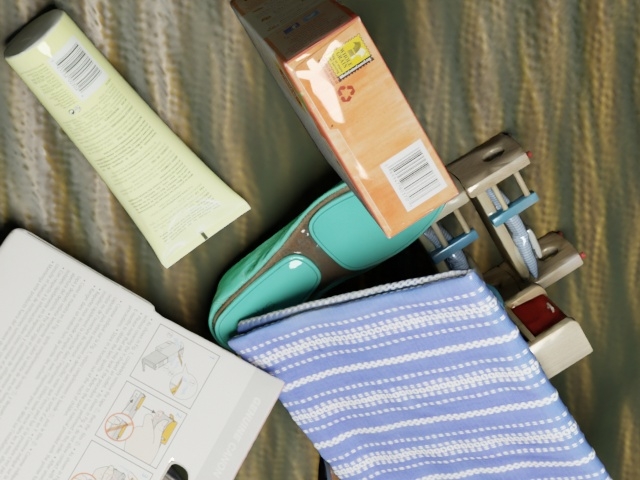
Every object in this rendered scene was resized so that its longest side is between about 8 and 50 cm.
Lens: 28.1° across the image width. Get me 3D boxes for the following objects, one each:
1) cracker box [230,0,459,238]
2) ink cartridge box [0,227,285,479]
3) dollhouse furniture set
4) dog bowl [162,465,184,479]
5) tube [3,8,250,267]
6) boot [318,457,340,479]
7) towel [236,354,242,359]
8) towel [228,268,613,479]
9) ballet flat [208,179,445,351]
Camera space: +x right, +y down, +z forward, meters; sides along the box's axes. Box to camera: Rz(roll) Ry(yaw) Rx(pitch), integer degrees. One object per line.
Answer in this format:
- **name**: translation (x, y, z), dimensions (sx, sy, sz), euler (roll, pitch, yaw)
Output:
- **cracker box**: translation (0.013, -0.115, 0.991), dimensions (0.067, 0.232, 0.155), euler (-33, 115, -1)
- **ink cartridge box**: translation (-0.213, 0.179, 1.030), dimensions (0.261, 0.066, 0.296), euler (30, 70, -3)
- **dollhouse furniture set**: translation (0.165, 0.014, 1.105), dimensions (0.129, 0.183, 0.129), euler (-32, 115, 0)
- **dog bowl**: translation (-0.254, 0.315, 1.170), dimensions (0.349, 0.102, 0.348), euler (-5, 112, -12)
- **tube**: translation (-0.164, -0.082, 1.064), dimensions (0.070, 0.062, 0.240), euler (-12, 129, 40)
- **boot**: translation (0.055, 0.312, 1.253), dimensions (0.106, 0.082, 0.219), euler (-4, 110, -9)
- **towel**: translation (-0.088, 0.144, 1.192), dimensions (0.083, 0.009, 0.060), euler (-29, 115, -1)
- **towel**: translation (0.101, 0.173, 1.087), dimensions (0.243, 0.040, 0.336), euler (-15, 123, 33)
- **ballet flat**: translation (0.000, 0.000, 1.110), dimensions (0.247, 0.087, 0.083), euler (-38, 114, 13)
